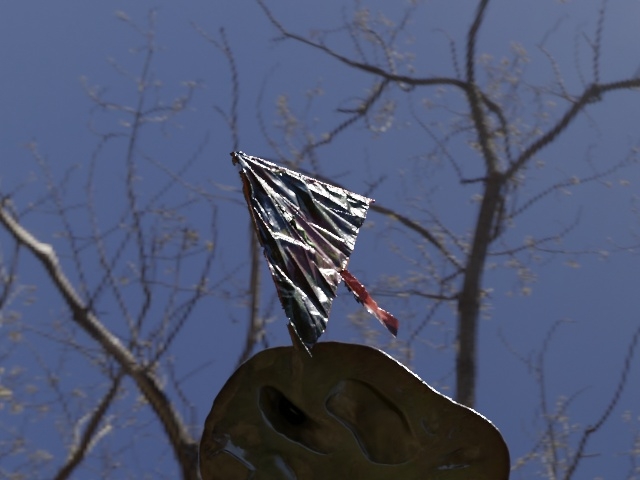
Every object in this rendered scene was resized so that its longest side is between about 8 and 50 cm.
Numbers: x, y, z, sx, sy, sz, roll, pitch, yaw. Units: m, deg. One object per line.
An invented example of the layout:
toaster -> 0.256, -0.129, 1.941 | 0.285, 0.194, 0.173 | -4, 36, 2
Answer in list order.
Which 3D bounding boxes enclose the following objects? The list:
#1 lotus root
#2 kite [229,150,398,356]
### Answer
lotus root -> 0.040, 0.300, 1.400 | 0.375, 0.111, 0.390 | -16, -111, -13
kite -> 0.000, 0.000, 0.882 | 0.009, 0.232, 0.189 | -31, -69, 28
